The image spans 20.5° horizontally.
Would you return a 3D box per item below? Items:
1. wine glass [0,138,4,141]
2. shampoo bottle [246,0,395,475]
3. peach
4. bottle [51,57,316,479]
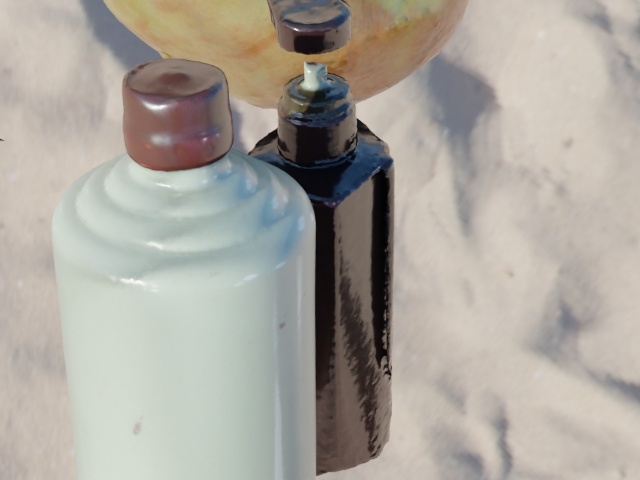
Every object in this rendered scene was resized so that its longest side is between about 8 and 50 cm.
[{"bbox_3d":[-0.077,-0.151,0.383,0.074,0.074,0.262,12,97,-8],"label":"wine glass"},{"bbox_3d":[0.000,-0.001,0.804,0.067,0.236,0.068,-31,45,-34],"label":"shampoo bottle"},{"bbox_3d":[-0.031,-0.193,1.012,0.232,0.256,0.232,-9,112,-23],"label":"peach"},{"bbox_3d":[-0.053,0.044,0.715,0.104,0.245,0.104,0,31,0],"label":"bottle"}]
